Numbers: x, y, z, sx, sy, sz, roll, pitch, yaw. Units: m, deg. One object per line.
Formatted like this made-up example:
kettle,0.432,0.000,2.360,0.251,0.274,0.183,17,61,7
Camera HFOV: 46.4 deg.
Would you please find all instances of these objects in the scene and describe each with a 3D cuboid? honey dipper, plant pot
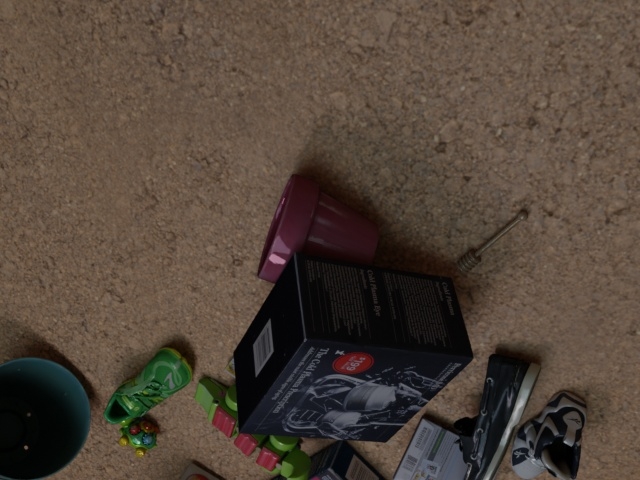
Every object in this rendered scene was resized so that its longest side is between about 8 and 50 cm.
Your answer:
honey dipper,0.309,0.000,1.336,0.030,0.030,0.160,41,120,-5
plant pot,-0.757,0.457,1.858,0.293,0.293,0.235,50,138,-11
plant pot,0.000,0.000,1.366,0.180,0.201,0.201,18,125,-8

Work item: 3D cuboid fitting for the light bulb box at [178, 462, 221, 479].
light bulb box,-0.358,0.827,1.862,0.225,0.358,0.361,30,126,0

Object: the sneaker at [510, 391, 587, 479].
sneaker,0.435,0.420,1.449,0.094,0.153,0.235,32,125,2

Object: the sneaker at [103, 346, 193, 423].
sneaker,-0.404,0.354,1.750,0.109,0.123,0.295,45,123,-7

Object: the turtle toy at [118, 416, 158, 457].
turtle toy,-0.459,0.475,1.868,0.130,0.095,0.066,36,103,-2

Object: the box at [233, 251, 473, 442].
box,0.044,0.209,1.354,0.313,0.178,0.343,9,139,-22

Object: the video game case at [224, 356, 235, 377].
video game case,-0.074,0.289,1.647,0.227,0.026,0.206,36,124,-3

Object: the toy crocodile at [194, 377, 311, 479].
toy crocodile,-0.158,0.435,1.694,0.341,0.105,0.115,36,126,17

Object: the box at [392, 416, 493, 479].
box,0.266,0.478,1.569,0.186,0.038,0.145,25,85,6

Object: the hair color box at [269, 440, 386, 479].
hair color box,-0.018,0.622,1.768,0.174,0.105,0.347,45,124,-7

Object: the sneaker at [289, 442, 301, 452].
sneaker,-0.071,0.457,1.743,0.035,0.031,0.083,-22,101,-3

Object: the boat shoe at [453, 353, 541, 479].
boat shoe,0.321,0.372,1.473,0.113,0.127,0.340,25,116,20
